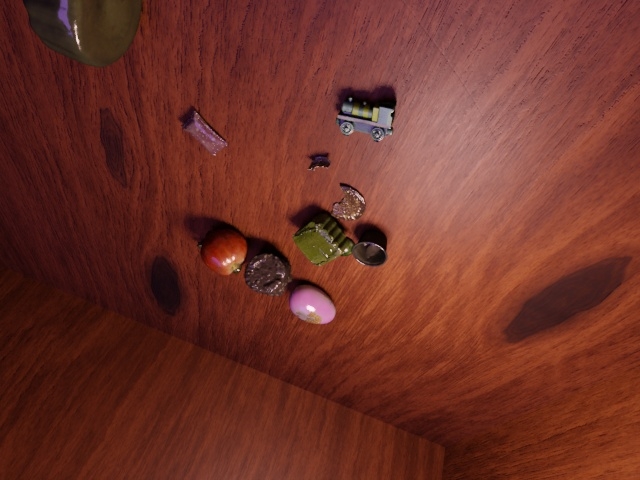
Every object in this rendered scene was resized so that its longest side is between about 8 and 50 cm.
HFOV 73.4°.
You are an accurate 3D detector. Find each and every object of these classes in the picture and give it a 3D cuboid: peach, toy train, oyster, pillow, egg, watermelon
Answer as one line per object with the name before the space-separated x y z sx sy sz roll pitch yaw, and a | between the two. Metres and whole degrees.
peach | -0.493 0.040 2.158 0.256 0.232 0.232 54 142 13
toy train | 0.151 -0.413 1.442 0.200 0.083 0.132 14 130 10
oyster | 0.001 -0.287 1.662 0.083 0.080 0.038 38 178 33
pillow | -0.472 -0.426 1.737 0.118 0.043 0.185 -23 124 38
egg | -0.040 0.347 2.316 0.271 0.196 0.196 18 143 -14
watermelon | 0.108 0.038 1.989 0.106 0.062 0.105 11 144 8

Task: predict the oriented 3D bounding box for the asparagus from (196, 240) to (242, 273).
asparagus | -0.551 0.087 2.357 0.278 0.060 0.067 40 157 -21

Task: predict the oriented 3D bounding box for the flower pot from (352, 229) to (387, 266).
flower pot | 0.228 0.028 1.888 0.157 0.107 0.157 14 138 13

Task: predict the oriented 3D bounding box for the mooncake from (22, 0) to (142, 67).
mooncake | -0.697 -0.707 1.279 0.187 0.351 0.351 21 141 -1

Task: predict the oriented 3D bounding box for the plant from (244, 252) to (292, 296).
plant | -0.260 0.174 2.216 0.215 0.213 0.312 16 177 9

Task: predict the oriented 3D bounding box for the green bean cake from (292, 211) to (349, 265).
green bean cake | 0.000 0.000 1.919 0.200 0.113 0.214 51 132 -5

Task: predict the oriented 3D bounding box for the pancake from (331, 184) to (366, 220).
pancake | 0.103 -0.152 1.807 0.190 0.020 0.184 -21 125 39
